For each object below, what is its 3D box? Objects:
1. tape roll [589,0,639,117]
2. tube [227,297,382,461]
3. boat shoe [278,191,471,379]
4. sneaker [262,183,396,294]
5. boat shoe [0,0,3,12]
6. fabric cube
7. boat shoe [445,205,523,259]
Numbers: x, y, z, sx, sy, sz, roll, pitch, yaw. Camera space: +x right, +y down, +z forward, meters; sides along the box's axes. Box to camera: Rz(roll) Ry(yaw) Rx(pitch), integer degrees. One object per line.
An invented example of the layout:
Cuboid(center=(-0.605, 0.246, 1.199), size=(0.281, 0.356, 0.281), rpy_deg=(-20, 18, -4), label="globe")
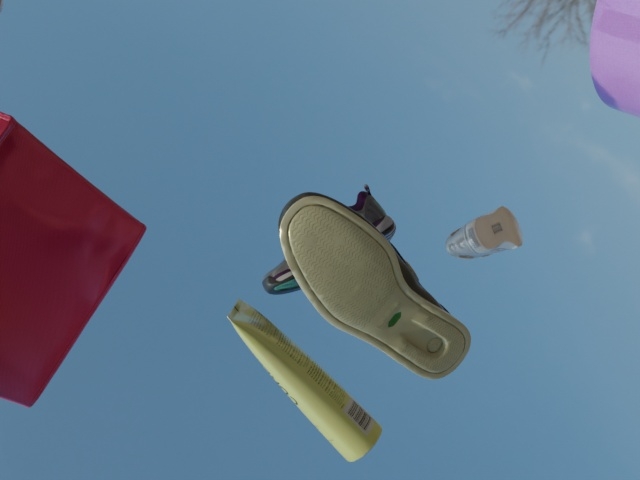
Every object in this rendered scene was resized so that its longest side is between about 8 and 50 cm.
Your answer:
Cuboid(center=(0.439, -0.274, 0.884), size=(0.274, 0.275, 0.090), rpy_deg=(-1, -157, -42), label="tape roll")
Cuboid(center=(-0.025, 0.167, 0.917), size=(0.240, 0.070, 0.062), rpy_deg=(47, -124, -6), label="tube")
Cuboid(center=(0.040, 0.038, 0.660), size=(0.233, 0.084, 0.079), rpy_deg=(43, -175, -32), label="boat shoe")
Cuboid(center=(0.000, 0.000, 1.145), size=(0.223, 0.083, 0.098), rpy_deg=(-26, -108, -11), label="sneaker")
Cuboid(center=(-0.385, -0.304, 0.819), size=(0.049, 0.040, 0.142), rpy_deg=(-25, -90, -8), label="boat shoe")
Cuboid(center=(-0.405, -0.006, 0.818), size=(0.259, 0.254, 0.258), rpy_deg=(25, 168, 25), label="fabric cube")
Cuboid(center=(0.236, -0.004, 1.071), size=(0.184, 0.063, 0.066), rpy_deg=(-21, -92, -56), label="boat shoe")
